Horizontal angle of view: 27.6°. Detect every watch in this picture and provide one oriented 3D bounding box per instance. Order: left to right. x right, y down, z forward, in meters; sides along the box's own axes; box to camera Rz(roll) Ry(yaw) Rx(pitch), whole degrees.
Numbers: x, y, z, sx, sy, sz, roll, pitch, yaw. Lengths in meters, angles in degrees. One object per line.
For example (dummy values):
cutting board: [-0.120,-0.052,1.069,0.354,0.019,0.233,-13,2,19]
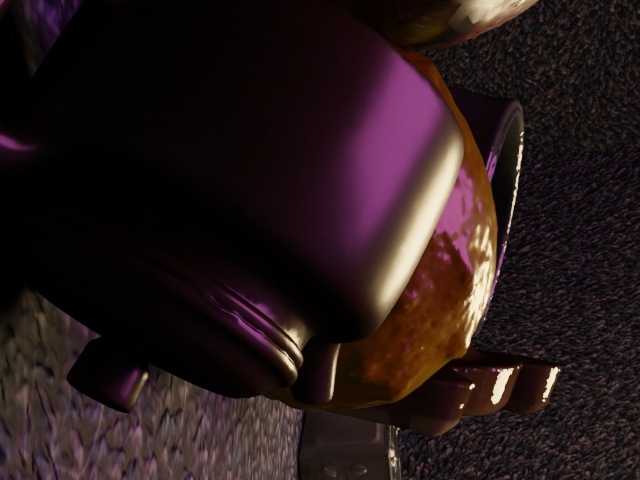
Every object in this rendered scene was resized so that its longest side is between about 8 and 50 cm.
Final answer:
watch: [0.094,0.002,1.294,0.335,0.314,0.327,-1,102,-74]

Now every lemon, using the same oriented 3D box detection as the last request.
lemon: [0.006,-0.014,0.883,0.233,0.233,0.288,-84,163,-61]

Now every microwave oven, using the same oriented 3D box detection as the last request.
microwave oven: [0.045,0.331,1.670,0.162,0.122,0.208,-77,163,-69]

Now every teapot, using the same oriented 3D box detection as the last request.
teapot: [-0.060,-0.014,0.558,0.267,0.185,0.175,41,70,-40]

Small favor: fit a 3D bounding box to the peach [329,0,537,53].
peach: [0.047,-0.327,0.900,0.339,0.353,0.417,72,19,-62]
